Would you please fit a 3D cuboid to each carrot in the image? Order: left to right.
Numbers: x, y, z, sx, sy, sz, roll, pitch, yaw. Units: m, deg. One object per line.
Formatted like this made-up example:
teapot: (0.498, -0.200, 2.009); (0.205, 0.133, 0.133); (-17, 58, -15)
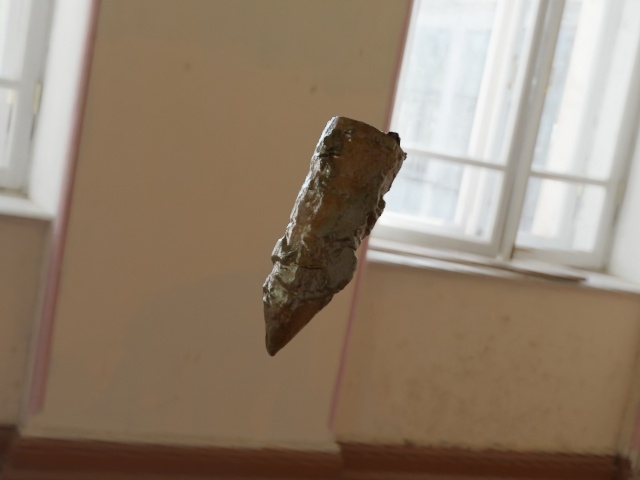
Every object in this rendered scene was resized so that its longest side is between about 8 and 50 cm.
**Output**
carrot: (0.000, 0.000, 1.088); (0.102, 0.263, 0.102); (25, -8, 4)
